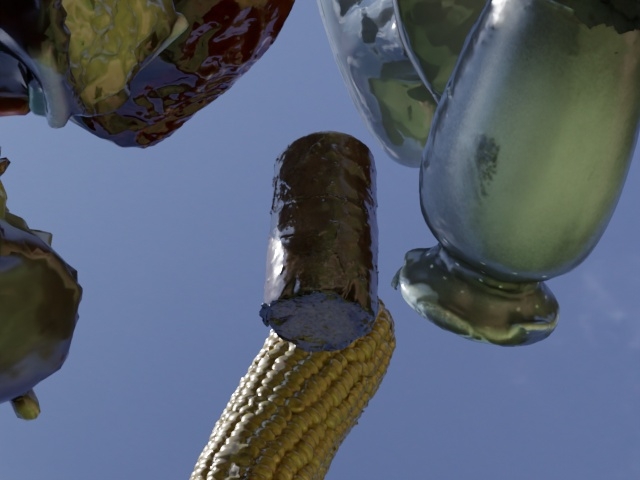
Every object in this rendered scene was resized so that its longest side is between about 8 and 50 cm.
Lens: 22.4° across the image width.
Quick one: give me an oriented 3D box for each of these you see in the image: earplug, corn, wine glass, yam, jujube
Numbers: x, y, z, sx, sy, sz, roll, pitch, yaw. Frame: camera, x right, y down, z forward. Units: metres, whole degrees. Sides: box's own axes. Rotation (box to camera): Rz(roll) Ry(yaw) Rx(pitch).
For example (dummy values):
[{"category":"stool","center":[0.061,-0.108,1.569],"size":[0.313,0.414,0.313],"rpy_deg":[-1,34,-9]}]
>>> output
[{"category":"earplug","center":[0.091,-0.168,1.241],"size":[0.175,0.325,0.214],"rpy_deg":[-24,-83,-20]},{"category":"corn","center":[-0.028,0.137,1.228],"size":[0.106,0.106,0.293],"rpy_deg":[55,-140,-17]},{"category":"wine glass","center":[0.113,-0.046,0.890],"size":[0.111,0.111,0.204],"rpy_deg":[3,-60,-27]},{"category":"yam","center":[0.001,0.001,1.055],"size":[0.079,0.079,0.141],"rpy_deg":[24,-134,-25]},{"category":"jujube","center":[-0.108,-0.169,1.109],"size":[0.168,0.168,0.236],"rpy_deg":[14,-60,-26]}]

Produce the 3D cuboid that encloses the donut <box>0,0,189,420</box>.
[{"category":"donut","center":[-0.193,-0.052,0.570],"size":[0.259,0.345,0.136],"rpy_deg":[-5,-60,4]}]
